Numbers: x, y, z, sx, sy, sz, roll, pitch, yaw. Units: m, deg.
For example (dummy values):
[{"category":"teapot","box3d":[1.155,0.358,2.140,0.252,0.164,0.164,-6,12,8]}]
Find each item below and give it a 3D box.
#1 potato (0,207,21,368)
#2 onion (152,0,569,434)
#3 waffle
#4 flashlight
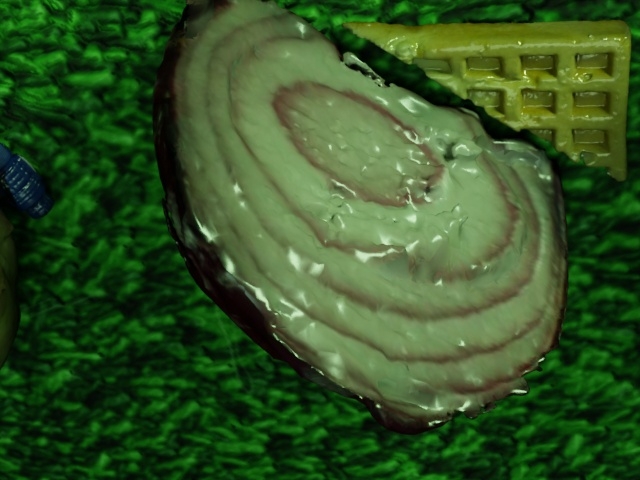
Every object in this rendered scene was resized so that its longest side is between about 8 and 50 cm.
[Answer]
[{"category":"potato","box3d":[-0.349,0.016,1.005,0.237,0.301,0.289,-37,147,4]},{"category":"onion","box3d":[0.000,0.000,0.932,0.314,0.280,0.146,34,134,-14]},{"category":"waffle","box3d":[0.114,-0.093,0.991,0.191,0.032,0.125,-1,125,9]},{"category":"flashlight","box3d":[-0.236,-0.064,1.044,0.035,0.057,0.121,-50,117,-10]}]
